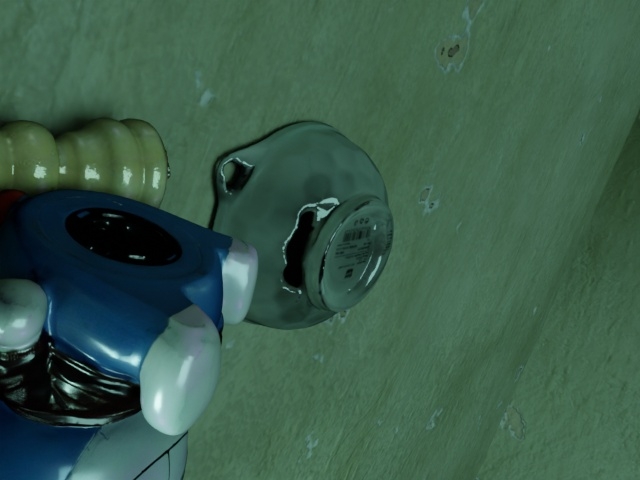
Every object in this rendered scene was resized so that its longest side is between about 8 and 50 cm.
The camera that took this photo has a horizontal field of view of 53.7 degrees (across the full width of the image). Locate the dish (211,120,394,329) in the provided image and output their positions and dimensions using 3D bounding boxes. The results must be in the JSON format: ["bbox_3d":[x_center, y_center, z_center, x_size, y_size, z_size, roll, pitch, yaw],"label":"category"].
[{"bbox_3d":[0.000,0.000,0.776,0.303,0.120,0.303,-32,134,-40],"label":"dish"}]

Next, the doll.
[{"bbox_3d":[-0.196,0.125,0.475,0.310,0.240,0.284,-64,170,20],"label":"doll"}]

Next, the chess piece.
[{"bbox_3d":[-0.215,-0.059,0.490,0.170,0.094,0.094,-1,111,-47],"label":"chess piece"}]
